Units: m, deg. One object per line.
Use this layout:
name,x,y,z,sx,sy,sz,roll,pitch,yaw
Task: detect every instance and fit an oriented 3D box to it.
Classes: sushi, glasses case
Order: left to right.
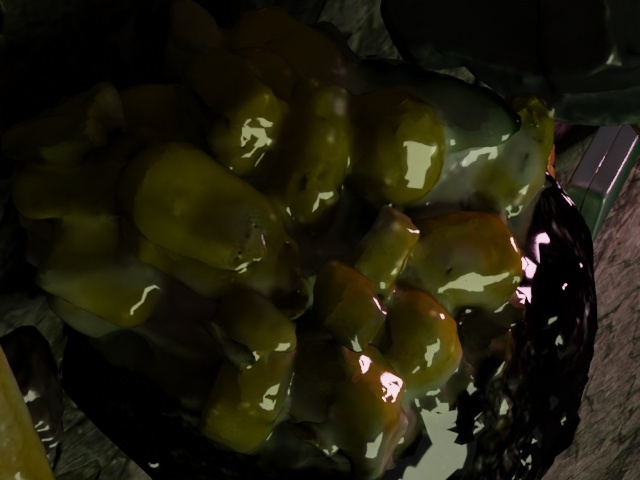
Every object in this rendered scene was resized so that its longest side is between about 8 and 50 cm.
sushi,0.000,0.000,0.846,0.329,0.328,0.285,-35,138,-24
glasses case,0.280,-0.079,1.406,0.184,0.039,0.077,-55,161,-38

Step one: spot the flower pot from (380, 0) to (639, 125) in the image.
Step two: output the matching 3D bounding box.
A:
flower pot,0.182,-0.198,0.902,0.299,0.299,0.283,-56,161,16

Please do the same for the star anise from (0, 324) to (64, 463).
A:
star anise,-0.252,0.152,0.915,0.223,0.109,0.236,-9,137,-47

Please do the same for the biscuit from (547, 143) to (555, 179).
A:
biscuit,0.202,-0.006,1.361,0.133,0.027,0.184,55,43,-76

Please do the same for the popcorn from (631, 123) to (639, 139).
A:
popcorn,0.356,-0.174,1.141,0.321,0.326,0.290,11,104,-53

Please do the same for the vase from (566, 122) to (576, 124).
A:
vase,0.198,-0.137,1.229,0.059,0.059,0.167,-53,159,11

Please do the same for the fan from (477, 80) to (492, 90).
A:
fan,0.117,-0.057,1.287,0.230,0.011,0.335,-29,149,-36

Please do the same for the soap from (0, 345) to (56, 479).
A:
soap,-0.277,0.153,0.720,0.293,0.156,0.335,-27,134,-18
